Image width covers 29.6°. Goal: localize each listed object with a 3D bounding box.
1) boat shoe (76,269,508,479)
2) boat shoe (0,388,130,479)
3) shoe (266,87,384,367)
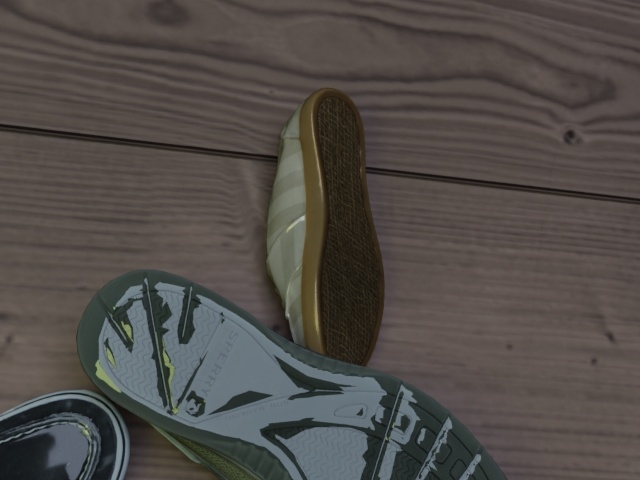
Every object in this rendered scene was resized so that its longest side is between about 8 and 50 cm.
[{"bbox_3d":[-0.012,0.129,0.787,0.320,0.103,0.118,29,76,-4],"label":"boat shoe"},{"bbox_3d":[-0.229,0.187,0.696,0.301,0.102,0.108,-36,81,-25],"label":"boat shoe"},{"bbox_3d":[0.000,0.000,0.871,0.076,0.058,0.219,17,65,-43],"label":"shoe"}]
